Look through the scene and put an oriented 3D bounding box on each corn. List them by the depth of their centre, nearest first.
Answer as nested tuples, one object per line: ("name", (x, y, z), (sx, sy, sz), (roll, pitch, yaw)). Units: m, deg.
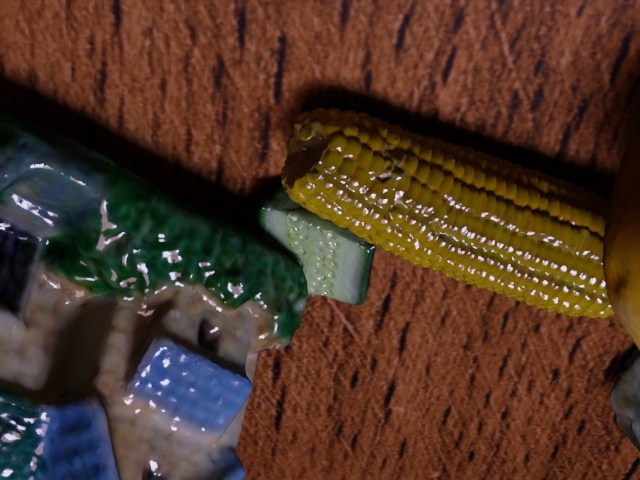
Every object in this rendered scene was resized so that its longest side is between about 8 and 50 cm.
("corn", (0.136, -0.022, 1.362), (0.363, 0.120, 0.120), (21, 140, -17))

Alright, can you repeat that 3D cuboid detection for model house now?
("model house", (-0.270, 0.130, 1.376), (0.382, 0.342, 0.334), (33, 146, -31))

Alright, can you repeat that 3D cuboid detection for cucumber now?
("cucumber", (0.000, 0.000, 1.441), (0.116, 0.062, 0.115), (20, 146, 10))

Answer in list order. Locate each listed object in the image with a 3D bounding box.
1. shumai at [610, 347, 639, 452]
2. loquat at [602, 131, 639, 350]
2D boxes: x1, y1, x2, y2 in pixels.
("shumai", (0.462, 0.247, 1.582), (0.304, 0.263, 0.309), (30, 136, -35))
("loquat", (0.371, 0.002, 1.240), (0.284, 0.276, 0.276), (-10, 143, 32))
